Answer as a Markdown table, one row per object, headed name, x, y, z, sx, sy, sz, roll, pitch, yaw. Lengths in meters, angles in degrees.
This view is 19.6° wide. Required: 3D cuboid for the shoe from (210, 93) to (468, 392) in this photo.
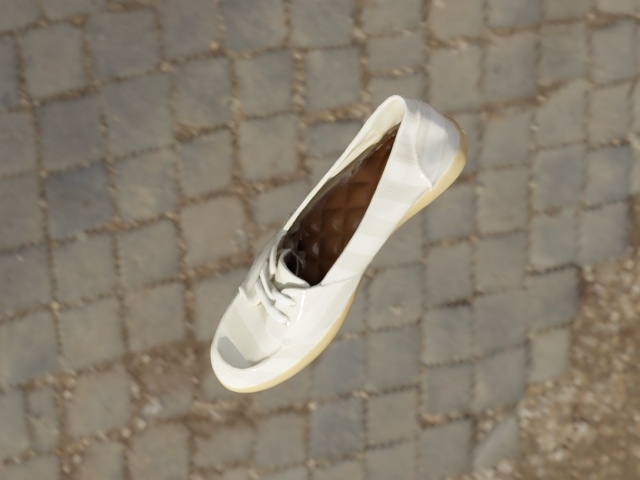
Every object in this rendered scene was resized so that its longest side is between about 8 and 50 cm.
| name | x | y | z | sx | sy | sz | roll | pitch | yaw |
| --- | --- | --- | --- | --- | --- | --- | --- | --- | --- |
| shoe | 0.000 | 0.000 | 1.139 | 0.219 | 0.076 | 0.058 | -50 | 144 | 5 |
